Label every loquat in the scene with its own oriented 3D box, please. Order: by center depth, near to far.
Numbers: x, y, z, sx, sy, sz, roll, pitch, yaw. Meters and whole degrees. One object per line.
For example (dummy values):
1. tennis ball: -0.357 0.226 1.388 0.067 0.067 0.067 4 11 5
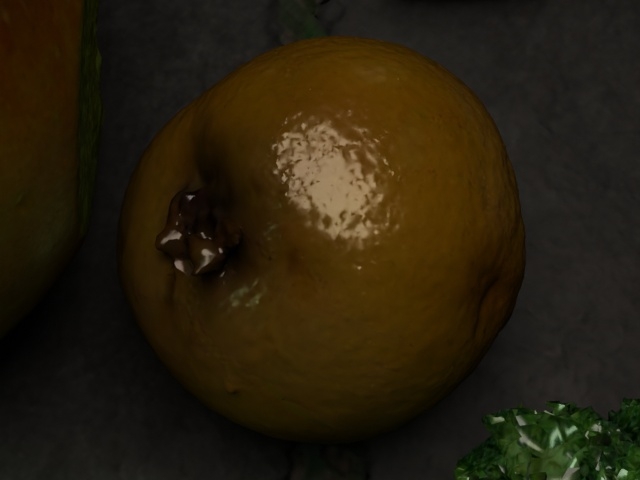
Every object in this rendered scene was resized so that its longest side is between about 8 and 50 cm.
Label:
1. loquat: 0.000 0.000 0.986 0.208 0.208 0.208 0 67 1

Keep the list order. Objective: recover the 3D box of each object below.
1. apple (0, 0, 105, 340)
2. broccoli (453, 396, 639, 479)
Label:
1. apple: -0.254 -0.092 0.964 0.374 0.374 0.384 30 48 13
2. broccoli: 0.145 0.186 0.869 0.275 0.308 0.308 12 62 -31
